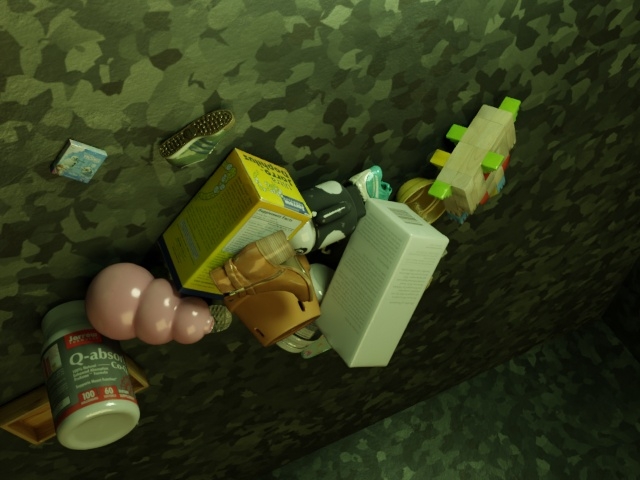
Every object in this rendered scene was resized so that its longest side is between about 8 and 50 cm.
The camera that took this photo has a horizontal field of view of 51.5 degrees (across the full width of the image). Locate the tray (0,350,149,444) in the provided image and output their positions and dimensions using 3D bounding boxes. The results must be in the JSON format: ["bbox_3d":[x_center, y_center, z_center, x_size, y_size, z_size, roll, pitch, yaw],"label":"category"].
[{"bbox_3d":[-0.784,0.500,2.127,0.411,0.076,0.203,-28,146,-5],"label":"tray"}]

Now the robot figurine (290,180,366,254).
[{"bbox_3d":[-0.007,-0.063,1.876,0.278,0.173,0.209,-23,144,-28],"label":"robot figurine"}]

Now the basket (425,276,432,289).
[{"bbox_3d":[0.190,0.158,2.223,0.299,0.223,0.213,-44,177,22],"label":"basket"}]

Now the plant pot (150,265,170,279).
[{"bbox_3d":[-0.458,0.116,1.883,0.083,0.083,0.079,-9,128,-29],"label":"plant pot"}]

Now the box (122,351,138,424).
[{"bbox_3d":[-0.662,0.460,1.960,0.203,0.168,0.167,-11,131,-19],"label":"box"}]

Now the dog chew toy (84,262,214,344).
[{"bbox_3d":[-0.445,0.182,1.760,0.331,0.207,0.207,14,140,6],"label":"dog chew toy"}]

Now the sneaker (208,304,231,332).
[{"bbox_3d":[-0.432,0.253,2.048,0.293,0.102,0.146,4,167,-19],"label":"sneaker"}]

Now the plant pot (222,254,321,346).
[{"bbox_3d":[-0.132,0.188,2.015,0.291,0.203,0.291,-28,170,-6],"label":"plant pot"}]

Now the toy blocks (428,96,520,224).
[{"bbox_3d":[0.487,-0.215,2.029,0.381,0.190,0.261,-56,148,-13],"label":"toy blocks"}]

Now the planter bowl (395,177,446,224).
[{"bbox_3d":[0.306,-0.133,2.114,0.217,0.090,0.217,-22,144,-17],"label":"planter bowl"}]

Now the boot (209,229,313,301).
[{"bbox_3d":[-0.146,0.112,1.721,0.220,0.109,0.283,-30,144,-3],"label":"boot"}]

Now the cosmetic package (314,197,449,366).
[{"bbox_3d":[0.170,0.129,1.974,0.161,0.230,0.453,7,117,-36],"label":"cosmetic package"}]

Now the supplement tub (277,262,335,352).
[{"bbox_3d":[-0.042,0.228,2.227,0.191,0.191,0.272,10,129,-44],"label":"supplement tub"}]

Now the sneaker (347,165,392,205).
[{"bbox_3d":[0.175,-0.124,2.025,0.110,0.107,0.275,-38,146,-5],"label":"sneaker"}]

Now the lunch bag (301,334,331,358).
[{"bbox_3d":[0.027,0.322,2.478,0.279,0.108,0.224,-20,148,-14],"label":"lunch bag"}]

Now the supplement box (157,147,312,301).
[{"bbox_3d":[-0.230,-0.032,1.749,0.356,0.195,0.194,-45,144,22],"label":"supplement box"}]

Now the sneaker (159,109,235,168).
[{"bbox_3d":[-0.281,-0.235,1.574,0.192,0.064,0.086,-30,154,0],"label":"sneaker"}]

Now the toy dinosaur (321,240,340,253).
[{"bbox_3d":[0.000,0.000,2.109,0.183,0.053,0.092,-39,128,20],"label":"toy dinosaur"}]

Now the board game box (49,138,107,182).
[{"bbox_3d":[-0.541,-0.176,1.485,0.090,0.020,0.090,17,123,-47],"label":"board game box"}]

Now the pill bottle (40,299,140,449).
[{"bbox_3d":[-0.633,0.353,1.789,0.210,0.363,0.210,-20,145,-15],"label":"pill bottle"}]

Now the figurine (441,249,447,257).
[{"bbox_3d":[0.342,0.104,2.424,0.215,0.092,0.209,-31,161,-42],"label":"figurine"}]
